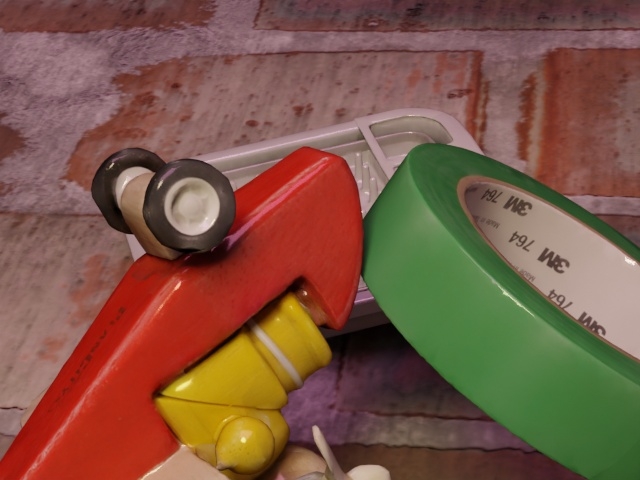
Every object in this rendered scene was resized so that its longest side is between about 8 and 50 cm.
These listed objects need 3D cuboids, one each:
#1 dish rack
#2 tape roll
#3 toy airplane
[{"bbox_3d":[0.000,0.000,1.445,0.333,0.072,0.285,-13,35,-10],"label":"dish rack"},{"bbox_3d":[0.176,0.055,1.171,0.321,0.077,0.321,31,20,-12],"label":"tape roll"},{"bbox_3d":[-0.107,0.157,1.092,0.384,0.272,0.386,-38,28,33],"label":"toy airplane"}]
